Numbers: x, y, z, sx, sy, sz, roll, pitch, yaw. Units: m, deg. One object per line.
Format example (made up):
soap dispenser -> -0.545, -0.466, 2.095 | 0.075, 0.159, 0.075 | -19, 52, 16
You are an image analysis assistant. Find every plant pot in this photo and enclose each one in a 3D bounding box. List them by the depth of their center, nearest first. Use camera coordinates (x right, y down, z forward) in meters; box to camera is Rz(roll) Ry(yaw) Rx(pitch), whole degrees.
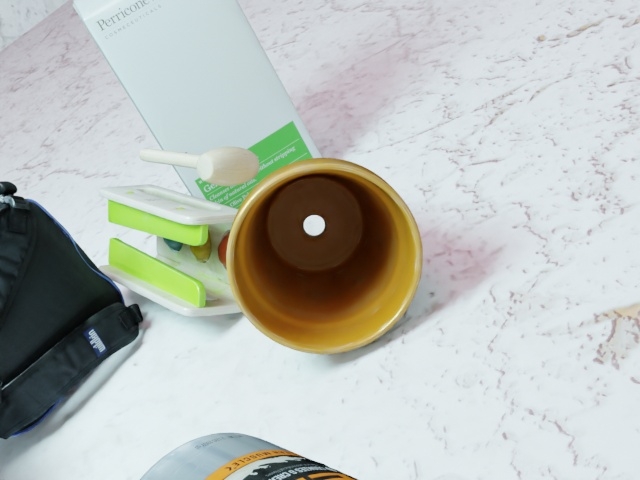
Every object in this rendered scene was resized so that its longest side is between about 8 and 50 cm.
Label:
plant pot -> 0.000, 0.000, 1.104 | 0.205, 0.205, 0.188 | -28, 13, 4

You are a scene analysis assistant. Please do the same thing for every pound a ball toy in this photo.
pound a ball toy -> -0.168, -0.030, 1.277 | 0.135, 0.208, 0.319 | -5, 12, -36

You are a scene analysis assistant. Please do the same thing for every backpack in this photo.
backpack -> -0.411, 0.106, 1.238 | 0.213, 0.276, 0.263 | -8, 42, 41

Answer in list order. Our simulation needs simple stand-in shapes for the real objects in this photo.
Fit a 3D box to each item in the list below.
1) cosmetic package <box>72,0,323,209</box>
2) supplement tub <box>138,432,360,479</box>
cosmetic package -> -0.165, -0.215, 1.383 | 0.197, 0.366, 0.155 | -33, 29, -3
supplement tub -> 0.004, 0.262, 0.680 | 0.316, 0.194, 0.193 | 10, 48, 48
